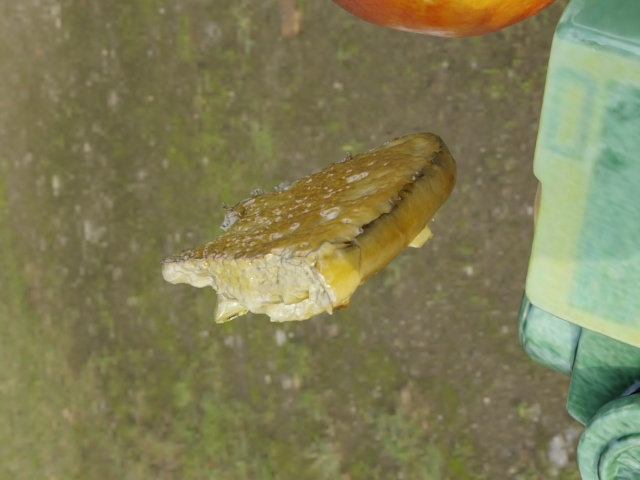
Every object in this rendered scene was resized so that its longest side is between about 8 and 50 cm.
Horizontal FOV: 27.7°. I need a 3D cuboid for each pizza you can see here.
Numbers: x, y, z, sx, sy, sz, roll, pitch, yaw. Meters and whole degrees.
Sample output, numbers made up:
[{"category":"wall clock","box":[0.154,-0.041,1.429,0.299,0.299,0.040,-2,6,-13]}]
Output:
[{"category":"pizza","box":[0.000,0.000,1.042,0.223,0.323,0.089,-17,103,24]}]

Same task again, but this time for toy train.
[{"category":"toy train","box":[0.251,0.042,0.459,0.369,0.150,0.237,21,132,23]}]

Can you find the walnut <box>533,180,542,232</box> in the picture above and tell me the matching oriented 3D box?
[{"category":"walnut","box":[0.315,-0.019,1.262,0.225,0.225,0.261,-27,58,59]}]

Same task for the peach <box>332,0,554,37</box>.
[{"category":"peach","box":[0.132,-0.314,0.999,0.242,0.306,0.380,28,153,11]}]
